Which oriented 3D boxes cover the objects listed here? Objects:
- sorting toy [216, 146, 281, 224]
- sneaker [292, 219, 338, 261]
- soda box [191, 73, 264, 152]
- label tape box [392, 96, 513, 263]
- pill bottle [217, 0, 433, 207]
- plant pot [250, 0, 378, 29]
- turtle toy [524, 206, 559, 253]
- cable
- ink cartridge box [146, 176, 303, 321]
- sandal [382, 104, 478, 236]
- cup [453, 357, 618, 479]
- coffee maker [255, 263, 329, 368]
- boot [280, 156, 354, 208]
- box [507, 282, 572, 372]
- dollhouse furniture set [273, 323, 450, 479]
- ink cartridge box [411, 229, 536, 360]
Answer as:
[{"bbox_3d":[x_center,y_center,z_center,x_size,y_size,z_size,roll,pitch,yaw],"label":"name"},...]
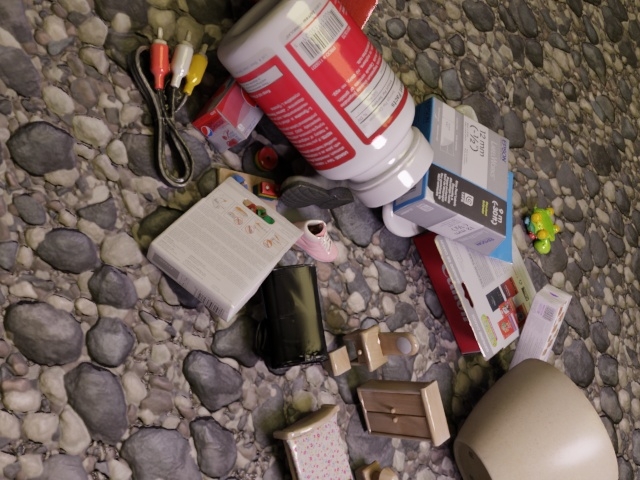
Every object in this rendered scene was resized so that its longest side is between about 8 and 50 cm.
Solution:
[{"bbox_3d":[-0.129,-0.058,1.467,0.132,0.046,0.275,11,70,-40],"label":"sorting toy"},{"bbox_3d":[0.000,0.000,1.551,0.134,0.070,0.051,31,56,-33],"label":"sneaker"},{"bbox_3d":[-0.137,-0.294,1.502,0.083,0.092,0.263,45,51,-22],"label":"soda box"},{"bbox_3d":[0.331,-0.123,1.694,0.347,0.115,0.249,21,62,-27],"label":"label tape box"},{"bbox_3d":[0.023,-0.262,1.417,0.408,0.229,0.229,48,50,-23],"label":"pill bottle"},{"bbox_3d":[-0.007,-0.534,1.553,0.235,0.267,0.267,28,25,-13],"label":"plant pot"},{"bbox_3d":[0.599,-0.028,2.111,0.095,0.066,0.130,-17,89,-44],"label":"turtle toy"},{"bbox_3d":[-0.271,-0.242,1.377,0.139,0.072,0.288,11,70,-34],"label":"cable"},{"bbox_3d":[-0.164,0.009,1.362,0.181,0.056,0.225,38,48,5],"label":"ink cartridge box"},{"bbox_3d":[0.248,-0.158,1.812,0.416,0.102,0.169,-48,126,-32],"label":"sandal"},{"bbox_3d":[0.430,0.454,1.667,0.236,0.331,0.331,-23,93,-17],"label":"cup"},{"bbox_3d":[-0.041,0.134,1.400,0.120,0.171,0.178,-2,77,-34],"label":"coffee maker"},{"bbox_3d":[-0.022,-0.151,1.559,0.246,0.083,0.161,3,71,-62],"label":"boot"},{"bbox_3d":[0.494,0.244,1.790,0.063,0.067,0.324,-31,140,-39],"label":"box"},{"bbox_3d":[0.051,0.350,1.387,0.355,0.173,0.304,-21,99,-45],"label":"dollhouse furniture set"},{"bbox_3d":[0.351,0.094,1.801,0.271,0.130,0.310,-27,95,-42],"label":"ink cartridge box"}]
